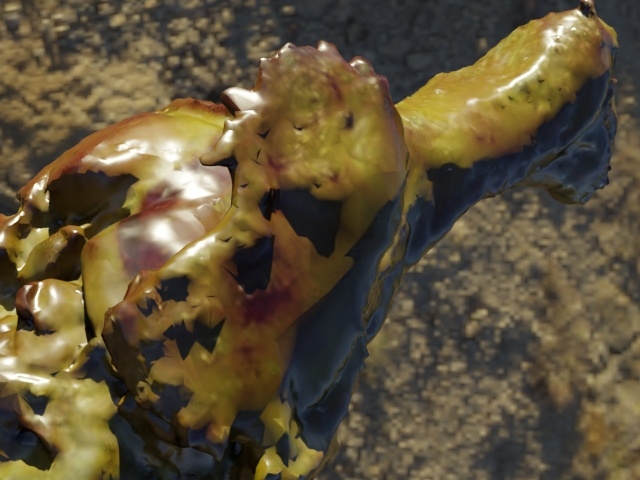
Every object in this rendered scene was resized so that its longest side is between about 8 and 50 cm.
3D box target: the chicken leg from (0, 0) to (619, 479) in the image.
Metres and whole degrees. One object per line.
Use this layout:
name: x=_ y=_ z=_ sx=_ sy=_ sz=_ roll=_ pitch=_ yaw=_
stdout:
chicken leg: x=-0.008 y=-0.006 z=0.540 sx=0.140 sy=0.211 sz=0.361 roll=43 pitch=64 yaw=8
